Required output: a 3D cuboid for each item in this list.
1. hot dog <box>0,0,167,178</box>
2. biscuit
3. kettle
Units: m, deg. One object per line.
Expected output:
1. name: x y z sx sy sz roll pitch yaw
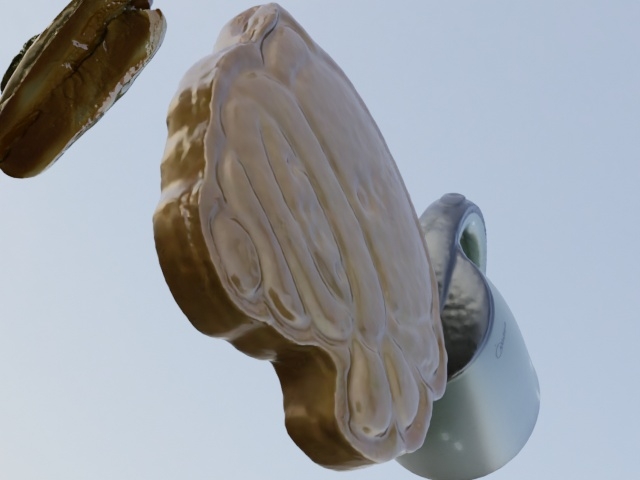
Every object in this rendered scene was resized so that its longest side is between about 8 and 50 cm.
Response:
1. hot dog: -0.132 -0.086 0.908 0.056 0.133 0.041 41 10 -9
2. biscuit: 0.000 0.000 1.202 0.057 0.351 0.312 -23 -74 24
3. kettle: 0.106 0.077 1.533 0.161 0.221 0.236 11 -20 20
